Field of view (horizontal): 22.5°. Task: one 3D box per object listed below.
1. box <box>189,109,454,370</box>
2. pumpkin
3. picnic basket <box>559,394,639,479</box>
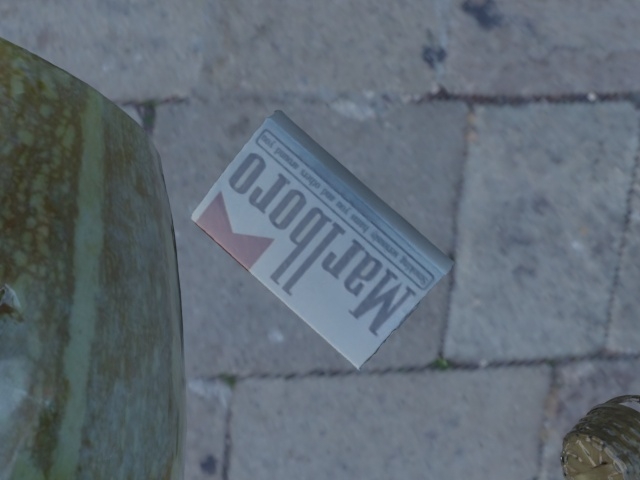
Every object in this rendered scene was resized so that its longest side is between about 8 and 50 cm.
[{"bbox_3d":[0.000,0.000,1.211,0.177,0.036,0.115,42,120,2],"label":"box"},{"bbox_3d":[-0.101,0.005,0.378,0.217,0.217,0.110,37,82,-27],"label":"pumpkin"},{"bbox_3d":[0.199,0.129,1.021,0.083,0.072,0.072,-33,126,-34],"label":"picnic basket"}]
